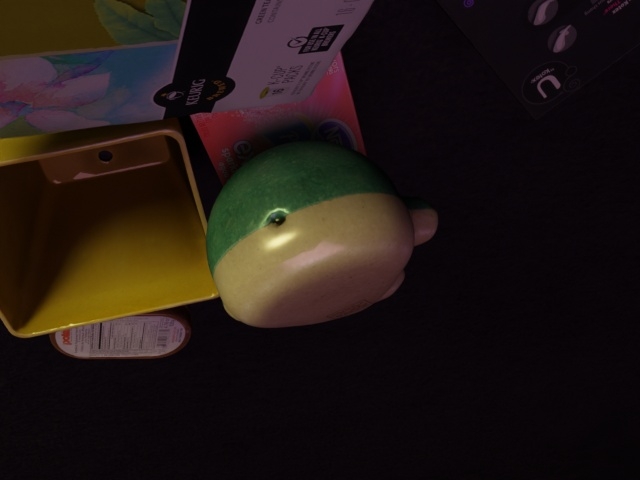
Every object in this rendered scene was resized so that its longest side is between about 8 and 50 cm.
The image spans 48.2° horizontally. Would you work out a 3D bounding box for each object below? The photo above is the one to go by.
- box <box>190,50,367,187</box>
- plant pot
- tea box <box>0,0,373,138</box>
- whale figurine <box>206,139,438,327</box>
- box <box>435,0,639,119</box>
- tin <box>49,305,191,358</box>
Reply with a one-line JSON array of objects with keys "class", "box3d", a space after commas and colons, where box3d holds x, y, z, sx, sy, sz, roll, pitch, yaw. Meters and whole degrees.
[{"class": "box", "box3d": [-0.041, -0.122, 0.709, 0.142, 0.154, 0.300, -17, 136, 2]}, {"class": "plant pot", "box3d": [-0.222, -0.059, 0.695, 0.212, 0.187, 0.212, -12, 136, -4]}, {"class": "tea box", "box3d": [-0.131, -0.211, 0.355, 0.323, 0.220, 0.329, -10, 170, -18]}, {"class": "whale figurine", "box3d": [0.000, 0.000, 0.667, 0.216, 0.141, 0.272, -26, 161, 11]}, {"class": "box", "box3d": [0.150, -0.261, 0.612, 0.143, 0.165, 0.270, -37, 132, 21]}, {"class": "tin", "box3d": [-0.270, 0.119, 0.976, 0.189, 0.040, 0.106, 2, 130, -18]}]
